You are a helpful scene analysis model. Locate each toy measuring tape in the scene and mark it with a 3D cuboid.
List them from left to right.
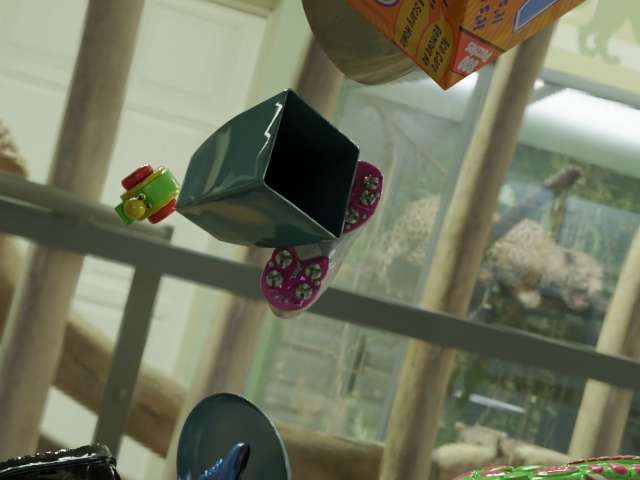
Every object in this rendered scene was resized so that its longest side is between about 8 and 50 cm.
[{"bbox_3d":[-0.327,-0.112,2.009,0.121,0.121,0.330,15,19,1],"label":"toy measuring tape"}]

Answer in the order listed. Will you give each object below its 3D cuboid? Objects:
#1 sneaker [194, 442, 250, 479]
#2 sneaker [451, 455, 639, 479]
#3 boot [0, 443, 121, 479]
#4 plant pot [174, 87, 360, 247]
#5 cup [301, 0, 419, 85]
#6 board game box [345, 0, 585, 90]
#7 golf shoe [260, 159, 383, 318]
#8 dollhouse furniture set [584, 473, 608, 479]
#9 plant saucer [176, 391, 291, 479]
[{"bbox_3d":[-0.196,0.449,1.848,0.082,0.209,0.069,29,28,8],"label":"sneaker"},{"bbox_3d":[0.389,0.512,1.800,0.483,0.202,0.185,-10,-6,23],"label":"sneaker"},{"bbox_3d":[-0.414,0.471,1.583,0.348,0.131,0.260,-9,47,-43],"label":"boot"},{"bbox_3d":[-0.094,-0.085,1.479,0.234,0.165,0.165,-15,-39,40],"label":"plant pot"},{"bbox_3d":[0.157,-0.443,1.651,0.237,0.331,0.331,-7,-15,40],"label":"cup"},{"bbox_3d":[0.143,-0.432,0.864,0.356,0.357,0.356,47,-22,22],"label":"board game box"},{"bbox_3d":[0.000,0.000,1.641,0.115,0.306,0.140,32,-21,10],"label":"golf shoe"},{"bbox_3d":[0.340,0.364,1.332,0.081,0.114,0.091,-26,30,-25],"label":"dollhouse furniture set"},{"bbox_3d":[-0.163,0.451,1.919,0.318,0.317,0.044,15,10,42],"label":"plant saucer"}]
